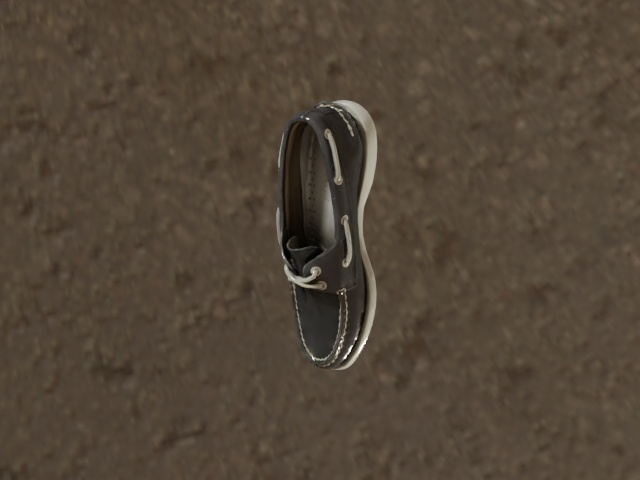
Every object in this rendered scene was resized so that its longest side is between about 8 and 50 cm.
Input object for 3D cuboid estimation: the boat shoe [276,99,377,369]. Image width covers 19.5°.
[{"bbox_3d":[0.000,0.000,0.839,0.038,0.046,0.125,-15,115,-51],"label":"boat shoe"}]
